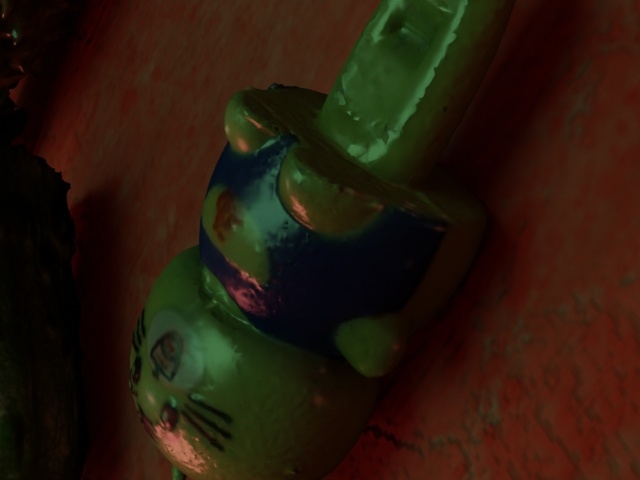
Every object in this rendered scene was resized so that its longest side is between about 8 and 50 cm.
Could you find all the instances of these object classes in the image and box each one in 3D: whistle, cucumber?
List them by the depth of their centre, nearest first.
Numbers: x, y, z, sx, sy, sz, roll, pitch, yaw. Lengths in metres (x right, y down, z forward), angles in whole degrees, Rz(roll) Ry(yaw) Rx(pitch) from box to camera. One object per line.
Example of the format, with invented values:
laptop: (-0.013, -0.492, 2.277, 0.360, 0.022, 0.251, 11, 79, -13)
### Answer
whistle: (0.000, 0.000, 0.433, 0.105, 0.085, 0.227, 48, 119, 39)
cucumber: (-0.170, 0.078, 0.618, 0.134, 0.134, 0.244, -35, 59, 45)

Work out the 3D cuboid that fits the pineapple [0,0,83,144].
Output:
pineapple: (-0.208, -0.102, 0.721, 0.158, 0.158, 0.279, 41, 124, 51)
